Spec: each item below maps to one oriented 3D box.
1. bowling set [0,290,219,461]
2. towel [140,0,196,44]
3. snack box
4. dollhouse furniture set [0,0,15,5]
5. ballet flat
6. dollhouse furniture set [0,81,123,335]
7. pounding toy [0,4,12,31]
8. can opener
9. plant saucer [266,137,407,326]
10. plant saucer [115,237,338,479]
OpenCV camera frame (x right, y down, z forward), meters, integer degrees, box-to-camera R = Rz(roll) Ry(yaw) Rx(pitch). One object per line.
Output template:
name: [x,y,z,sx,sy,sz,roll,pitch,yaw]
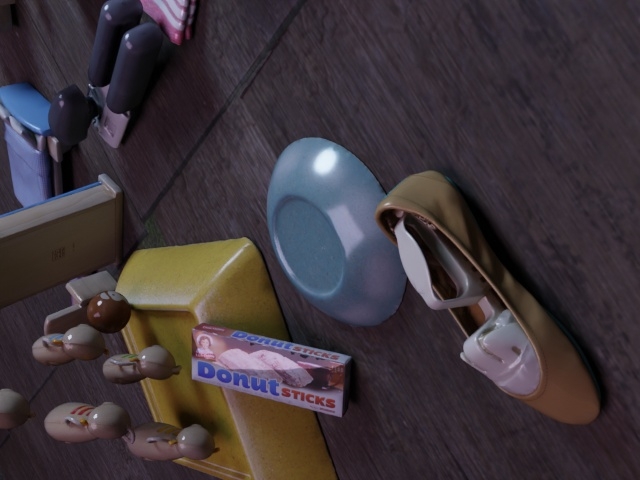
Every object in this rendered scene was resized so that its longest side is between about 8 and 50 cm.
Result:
bowling set: [-0.255,0.144,0.951,0.154,0.287,0.200,-15,64,48]
towel: [-0.169,-0.315,0.823,0.144,0.029,0.197,43,139,27]
snack box: [-0.055,0.136,0.877,0.178,0.022,0.064,10,112,19]
dollhouse furniture set: [-0.344,-0.329,0.905,0.129,0.183,0.129,24,128,43]
ballet flat: [0.119,0.053,0.631,0.232,0.073,0.080,55,144,13]
dollhouse furniture set: [-0.457,-0.034,1.215,0.303,0.198,0.286,42,138,30]
pounding toy: [-0.479,-0.380,1.139,0.206,0.094,0.181,24,123,32]
can opener: [-0.256,-0.175,0.951,0.076,0.095,0.283,55,154,1]
plant saucer: [0.000,0.000,0.785,0.195,0.037,0.195,28,130,40]
plant saucer: [-0.146,0.173,1.039,0.332,0.081,0.333,-6,105,53]
